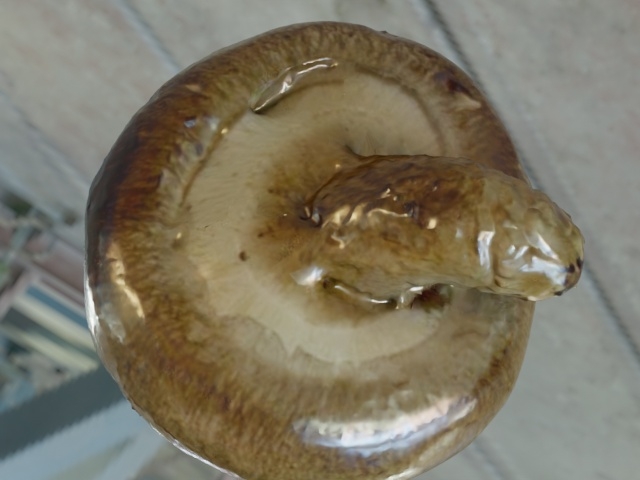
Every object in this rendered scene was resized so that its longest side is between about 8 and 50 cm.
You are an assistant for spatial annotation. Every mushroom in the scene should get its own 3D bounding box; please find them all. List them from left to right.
[{"bbox_3d":[-0.004,0.014,1.263,0.345,0.345,0.239,22,130,23],"label":"mushroom"}]
